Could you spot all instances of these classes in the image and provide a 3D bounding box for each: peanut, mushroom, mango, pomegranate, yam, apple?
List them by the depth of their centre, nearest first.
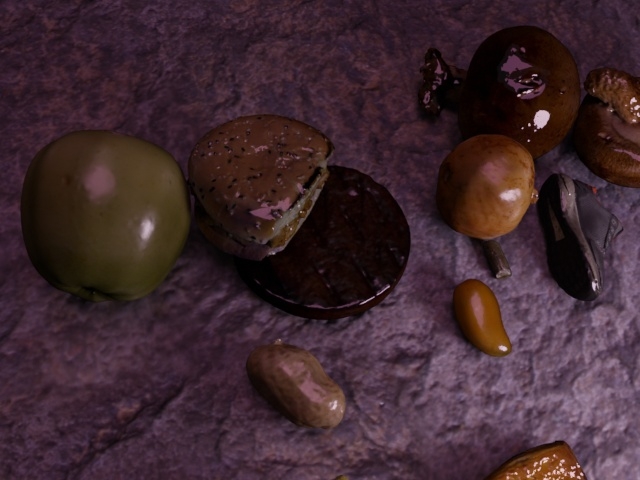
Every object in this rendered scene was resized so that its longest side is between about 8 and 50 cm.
[{"bbox_3d":[-0.046,0.286,1.387,0.224,0.129,0.129,40,64,10],"label":"peanut"},{"bbox_3d":[-0.432,-0.050,1.421,0.358,0.357,0.357,2,60,-4],"label":"apple"},{"bbox_3d":[0.350,0.172,1.518,0.102,0.085,0.184,-15,72,-18],"label":"mango"},{"bbox_3d":[0.384,-0.122,1.604,0.248,0.248,0.248,2,60,-4],"label":"pomegranate"},{"bbox_3d":[0.411,0.045,1.618,0.043,0.043,0.094,-9,59,-10],"label":"yam"},{"bbox_3d":[0.803,-0.277,1.760,0.345,0.239,0.345,-1,80,3],"label":"mushroom"},{"bbox_3d":[0.458,-0.348,1.762,0.334,0.356,0.330,11,75,-26],"label":"mushroom"}]

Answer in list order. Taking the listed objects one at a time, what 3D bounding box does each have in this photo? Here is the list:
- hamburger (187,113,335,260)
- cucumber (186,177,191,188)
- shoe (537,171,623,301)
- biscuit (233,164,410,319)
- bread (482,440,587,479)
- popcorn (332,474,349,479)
[{"bbox_3d":[-0.140,-0.122,1.489,0.277,0.195,0.318,23,56,10],"label":"hamburger"},{"bbox_3d":[-0.239,-0.170,1.680,0.182,0.053,0.053,-21,64,-15],"label":"cucumber"},{"bbox_3d":[0.631,-0.004,1.631,0.171,0.132,0.336,5,56,-13],"label":"shoe"},{"bbox_3d":[0.000,0.000,1.582,0.408,0.091,0.407,1,58,-2],"label":"biscuit"},{"bbox_3d":[0.412,0.511,1.318,0.235,0.099,0.210,-15,64,-20],"label":"bread"},{"bbox_3d":[0.032,0.544,1.180,0.293,0.237,0.292,1,64,-3],"label":"popcorn"}]
